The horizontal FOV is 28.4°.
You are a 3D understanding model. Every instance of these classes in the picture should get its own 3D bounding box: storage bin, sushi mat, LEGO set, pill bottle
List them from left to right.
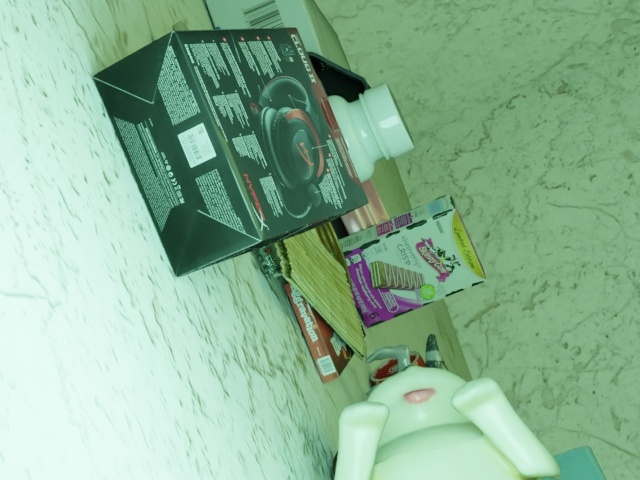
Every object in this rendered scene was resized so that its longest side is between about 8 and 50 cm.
[{"bbox_3d":[-0.072,0.021,1.616,0.054,0.023,0.083,65,-5,-29],"label":"LEGO set"},{"bbox_3d":[-0.009,-0.175,1.892,0.122,0.180,0.084,29,-2,15],"label":"storage bin"},{"bbox_3d":[-0.004,0.047,1.722,0.316,0.019,0.151,51,20,-59],"label":"sushi mat"},{"bbox_3d":[0.008,-0.129,1.770,0.131,0.229,0.131,-23,90,-82],"label":"pill bottle"}]

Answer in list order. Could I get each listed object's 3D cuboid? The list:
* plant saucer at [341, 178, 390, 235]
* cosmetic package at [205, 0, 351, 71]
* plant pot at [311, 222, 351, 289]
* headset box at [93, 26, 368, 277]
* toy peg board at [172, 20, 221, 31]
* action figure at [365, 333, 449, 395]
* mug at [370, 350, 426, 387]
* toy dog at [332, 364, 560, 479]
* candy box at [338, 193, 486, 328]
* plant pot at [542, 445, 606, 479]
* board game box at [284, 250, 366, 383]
[{"bbox_3d":[0.089,-0.039,2.418,0.332,0.084,0.332,-26,90,-88],"label":"plant saucer"},{"bbox_3d":[-0.046,-0.301,2.139,0.365,0.155,0.197,43,26,-71],"label":"cosmetic package"},{"bbox_3d":[0.000,0.000,2.056,0.236,0.032,0.236,-22,90,-82],"label":"plant pot"},{"bbox_3d":[-0.075,-0.102,1.320,0.293,0.110,0.218,-23,90,-63],"label":"headset box"},{"bbox_3d":[-0.096,-0.192,1.578,0.161,0.079,0.160,52,-9,25],"label":"toy peg board"},{"bbox_3d":[0.196,0.286,1.804,0.330,0.179,0.341,53,-25,20],"label":"action figure"},{"bbox_3d":[0.175,0.267,2.080,0.169,0.150,0.113,61,-4,-11],"label":"mug"},{"bbox_3d":[0.156,0.313,1.398,0.408,0.285,0.395,-105,169,-52],"label":"toy dog"},{"bbox_3d":[0.155,0.038,2.229,0.071,0.233,0.159,-96,160,-64],"label":"candy box"},{"bbox_3d":[0.297,0.465,1.626,0.252,0.248,0.247,-119,-167,-50],"label":"plant pot"},{"bbox_3d":[0.011,0.103,1.815,0.281,0.027,0.145,-39,109,-78],"label":"board game box"}]
